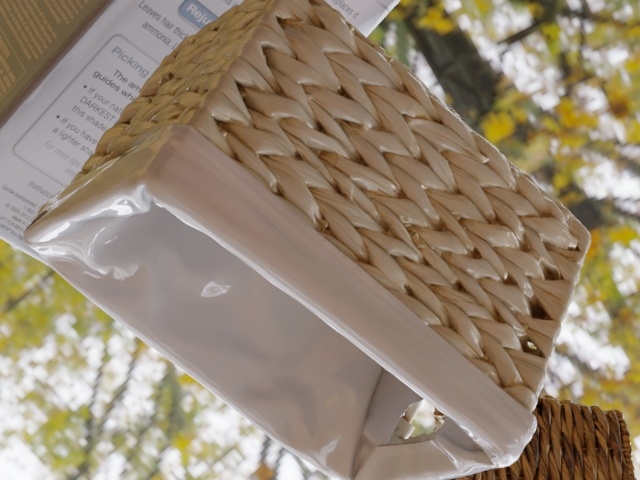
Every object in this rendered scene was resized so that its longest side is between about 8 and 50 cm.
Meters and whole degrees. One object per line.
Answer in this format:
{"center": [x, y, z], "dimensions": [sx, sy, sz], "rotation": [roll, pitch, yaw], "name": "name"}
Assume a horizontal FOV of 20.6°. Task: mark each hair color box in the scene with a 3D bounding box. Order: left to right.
{"center": [-0.102, -0.152, 1.240], "dimensions": [0.374, 0.185, 0.113], "rotation": [-46, -137, 11], "name": "hair color box"}

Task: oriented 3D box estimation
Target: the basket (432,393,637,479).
{"center": [0.166, 0.301, 1.655], "dimensions": [0.213, 0.223, 0.299], "rotation": [-48, -143, 42], "name": "basket"}

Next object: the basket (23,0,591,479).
{"center": [0.000, 0.000, 0.628], "dimensions": [0.113, 0.167, 0.103], "rotation": [-21, -144, 57], "name": "basket"}
